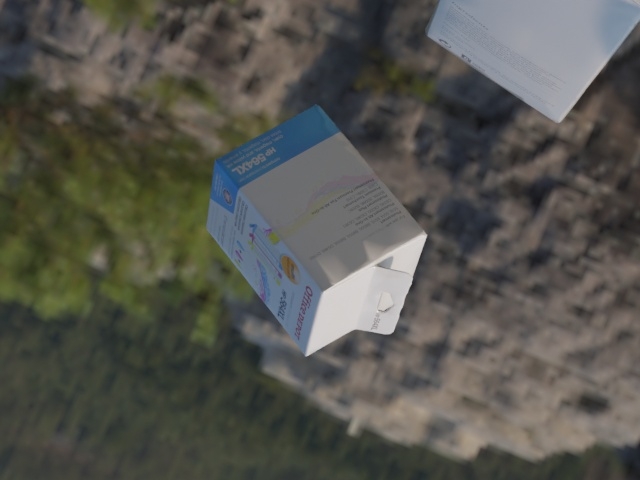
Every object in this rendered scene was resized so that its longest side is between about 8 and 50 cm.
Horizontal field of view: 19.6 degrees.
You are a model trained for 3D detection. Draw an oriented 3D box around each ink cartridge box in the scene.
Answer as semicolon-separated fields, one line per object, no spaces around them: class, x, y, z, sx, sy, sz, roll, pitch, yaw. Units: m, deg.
ink cartridge box;0.000;0.000;1.269;0.143;0.090;0.092;51;155;22

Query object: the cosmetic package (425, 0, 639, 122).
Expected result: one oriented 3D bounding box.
cosmetic package;0.206;-0.244;1.454;0.155;0.197;0.365;34;173;2
